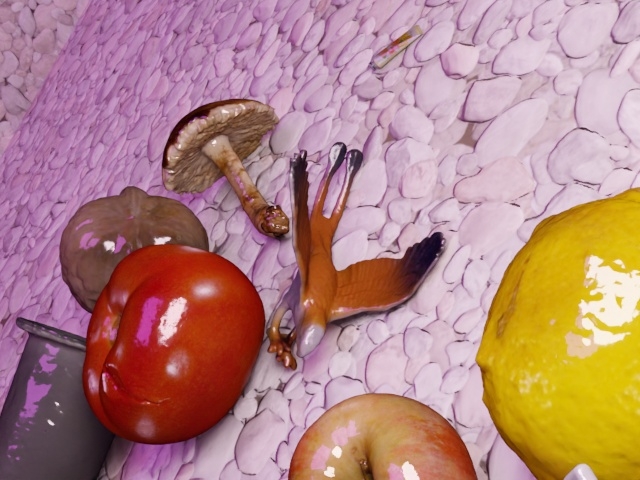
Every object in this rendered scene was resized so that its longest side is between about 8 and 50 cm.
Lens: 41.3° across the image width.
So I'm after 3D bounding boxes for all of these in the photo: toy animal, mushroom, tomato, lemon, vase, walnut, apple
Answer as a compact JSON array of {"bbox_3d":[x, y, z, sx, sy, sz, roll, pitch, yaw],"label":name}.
[{"bbox_3d":[-0.011,0.021,1.188,0.302,0.225,0.284,-62,14,10],"label":"toy animal"},{"bbox_3d":[-0.167,-0.100,1.449,0.233,0.207,0.302,103,165,-59],"label":"mushroom"},{"bbox_3d":[-0.204,0.142,1.212,0.298,0.226,0.299,-35,48,51],"label":"tomato"},{"bbox_3d":[0.254,0.088,0.724,0.233,0.233,0.288,0,68,50],"label":"lemon"},{"bbox_3d":[-0.431,0.295,1.373,0.245,0.245,0.291,6,71,52],"label":"vase"},{"bbox_3d":[-0.310,0.026,1.422,0.248,0.248,0.248,-30,42,32],"label":"walnut"},{"bbox_3d":[0.069,0.263,0.859,0.209,0.164,0.209,-20,47,24],"label":"apple"}]

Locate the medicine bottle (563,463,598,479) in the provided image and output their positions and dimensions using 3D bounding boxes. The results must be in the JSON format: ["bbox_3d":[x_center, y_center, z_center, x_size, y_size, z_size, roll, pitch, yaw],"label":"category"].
[{"bbox_3d":[0.193,0.261,0.683,0.221,0.061,0.092,103,148,-50],"label":"medicine bottle"}]

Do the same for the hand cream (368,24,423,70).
[{"bbox_3d":[0.123,-0.316,1.392,0.102,0.022,0.035,-37,34,18],"label":"hand cream"}]
